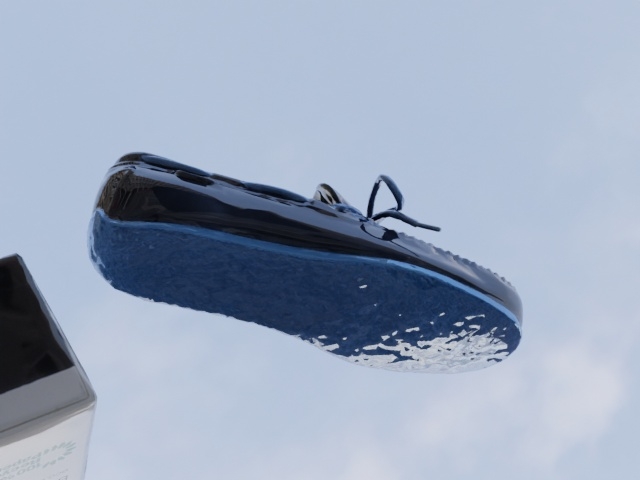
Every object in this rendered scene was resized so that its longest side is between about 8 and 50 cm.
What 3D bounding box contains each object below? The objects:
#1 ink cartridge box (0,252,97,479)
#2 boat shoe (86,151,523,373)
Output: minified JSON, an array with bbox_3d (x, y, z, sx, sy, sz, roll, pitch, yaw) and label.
[{"bbox_3d":[-0.175,0.135,0.645,0.165,0.332,0.065,-21,-116,-24],"label":"ink cartridge box"},{"bbox_3d":[0.000,0.000,1.041,0.258,0.089,0.109,20,-47,-19],"label":"boat shoe"}]
